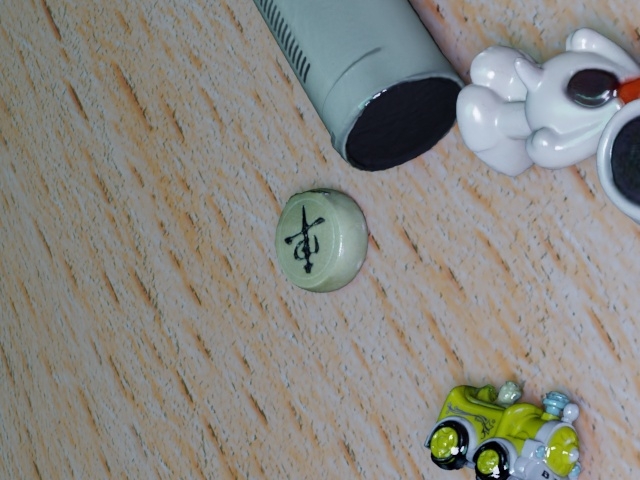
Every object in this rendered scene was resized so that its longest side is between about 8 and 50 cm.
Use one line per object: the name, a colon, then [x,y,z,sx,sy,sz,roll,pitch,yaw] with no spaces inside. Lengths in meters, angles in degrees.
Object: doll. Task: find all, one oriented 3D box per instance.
doll: [0.207,-0.055,0.965,0.271,0.144,0.208,-15,55,41]

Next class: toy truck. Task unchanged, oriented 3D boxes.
toy truck: [0.132,0.136,1.062,0.111,0.076,0.077,12,75,45]

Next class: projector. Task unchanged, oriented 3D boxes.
projector: [-0.007,-0.210,1.206,0.108,0.108,0.337,-49,54,32]

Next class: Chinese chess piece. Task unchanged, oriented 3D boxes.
Chinese chess piece: [0.000,0.000,1.232,0.084,0.034,0.084,-4,85,46]
